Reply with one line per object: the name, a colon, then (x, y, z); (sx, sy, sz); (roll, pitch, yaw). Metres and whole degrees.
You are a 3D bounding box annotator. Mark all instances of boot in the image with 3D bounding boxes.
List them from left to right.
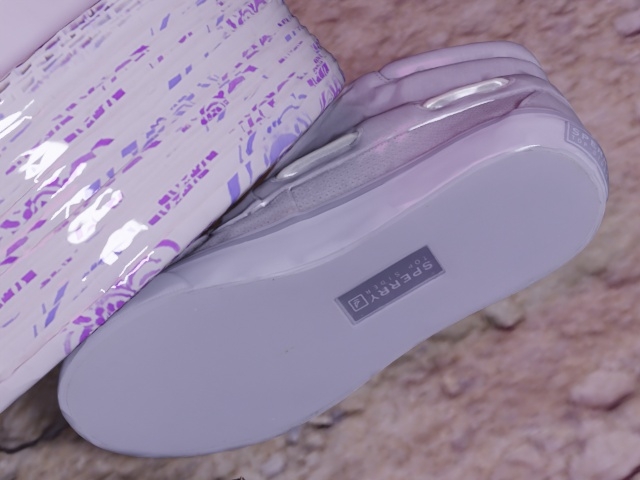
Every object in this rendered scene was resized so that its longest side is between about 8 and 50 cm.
boot: (0.000, 0.000, 0.766); (0.258, 0.095, 0.123); (-25, 31, 7)

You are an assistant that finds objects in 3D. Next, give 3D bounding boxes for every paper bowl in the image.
paper bowl: (-0.139, -0.028, 0.724); (0.284, 0.148, 0.284); (-42, 6, 5)

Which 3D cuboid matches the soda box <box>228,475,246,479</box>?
soda box: (-0.052, 0.179, 0.649); (0.060, 0.053, 0.169); (-14, 46, 22)
